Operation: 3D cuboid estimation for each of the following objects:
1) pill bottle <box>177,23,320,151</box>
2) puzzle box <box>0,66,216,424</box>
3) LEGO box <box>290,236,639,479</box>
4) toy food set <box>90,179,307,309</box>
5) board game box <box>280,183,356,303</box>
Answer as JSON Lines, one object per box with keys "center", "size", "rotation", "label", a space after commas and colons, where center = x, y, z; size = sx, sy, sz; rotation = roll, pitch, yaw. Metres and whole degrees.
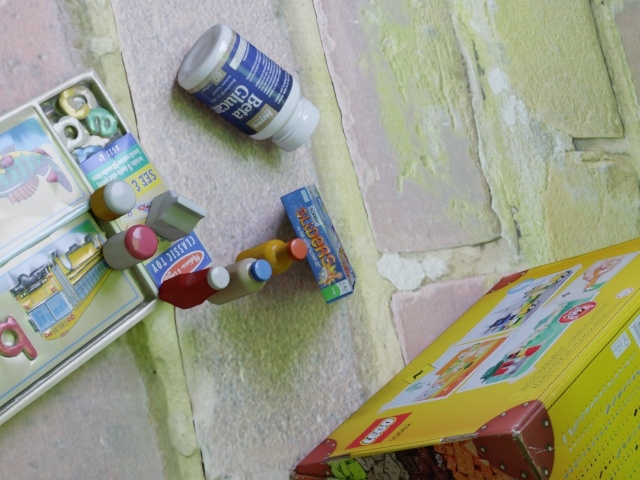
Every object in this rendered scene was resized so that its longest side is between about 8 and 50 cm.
{"center": [-0.085, -0.184, 1.523], "size": [0.169, 0.094, 0.094], "rotation": [35, 56, -26], "label": "pill bottle"}
{"center": [-0.322, 0.017, 1.290], "size": [0.409, 0.052, 0.272], "rotation": [-40, 102, -41], "label": "puzzle box"}
{"center": [0.269, 0.201, 1.504], "size": [0.500, 0.372, 0.193], "rotation": [-36, 100, -40], "label": "LEGO box"}
{"center": [-0.135, 0.006, 1.344], "size": [0.232, 0.104, 0.111], "rotation": [30, 59, -30], "label": "toy food set"}
{"center": [0.000, 0.000, 1.487], "size": [0.201, 0.035, 0.136], "rotation": [-59, 125, -85], "label": "board game box"}
